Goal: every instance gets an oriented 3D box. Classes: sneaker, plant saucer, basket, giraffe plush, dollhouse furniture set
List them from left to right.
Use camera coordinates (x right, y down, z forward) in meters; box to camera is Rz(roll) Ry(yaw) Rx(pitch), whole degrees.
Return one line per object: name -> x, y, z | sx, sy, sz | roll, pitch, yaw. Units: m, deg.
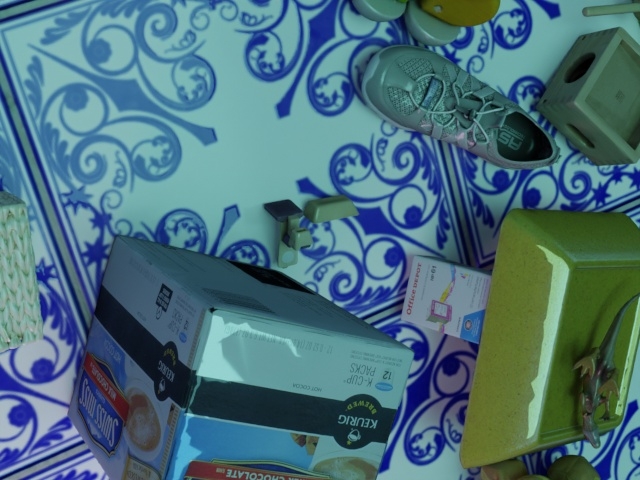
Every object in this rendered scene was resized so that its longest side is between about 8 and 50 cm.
basket -> -0.361, 0.034, 1.229 | 0.103, 0.113, 0.167 | -10, 105, -27
dollhouse furniture set -> 0.000, 0.000, 1.413 | 0.114, 0.091, 0.081 | -12, 121, -25
sneaker -> 0.182, -0.164, 1.434 | 0.281, 0.115, 0.105 | 19, 93, -27
giraffe plush -> 0.321, 0.362, 1.575 | 0.171, 0.181, 0.210 | -23, 151, -26
plant saucer -> 0.328, 0.130, 1.515 | 0.333, 0.081, 0.332 | 0, 102, -49

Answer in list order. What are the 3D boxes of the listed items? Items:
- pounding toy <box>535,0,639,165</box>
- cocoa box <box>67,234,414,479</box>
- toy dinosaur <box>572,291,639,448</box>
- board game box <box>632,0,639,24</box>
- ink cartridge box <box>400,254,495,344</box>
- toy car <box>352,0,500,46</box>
pounding toy -> 0.375, -0.234, 1.528 | 0.181, 0.094, 0.206 | 39, 74, -21
cocoa box -> -0.101, 0.156, 1.242 | 0.232, 0.347, 0.227 | 14, 96, -27
toy dinosaur -> 0.351, 0.154, 1.455 | 0.064, 0.112, 0.211 | 18, 94, 13
board game box -> 0.516, -0.337, 1.592 | 0.181, 0.043, 0.092 | -30, 112, -16
ink cartridge box -> 0.169, 0.074, 1.471 | 0.052, 0.122, 0.088 | 5, 98, -50
toy car -> 0.131, -0.329, 1.375 | 0.182, 0.159, 0.136 | 18, 58, -26
